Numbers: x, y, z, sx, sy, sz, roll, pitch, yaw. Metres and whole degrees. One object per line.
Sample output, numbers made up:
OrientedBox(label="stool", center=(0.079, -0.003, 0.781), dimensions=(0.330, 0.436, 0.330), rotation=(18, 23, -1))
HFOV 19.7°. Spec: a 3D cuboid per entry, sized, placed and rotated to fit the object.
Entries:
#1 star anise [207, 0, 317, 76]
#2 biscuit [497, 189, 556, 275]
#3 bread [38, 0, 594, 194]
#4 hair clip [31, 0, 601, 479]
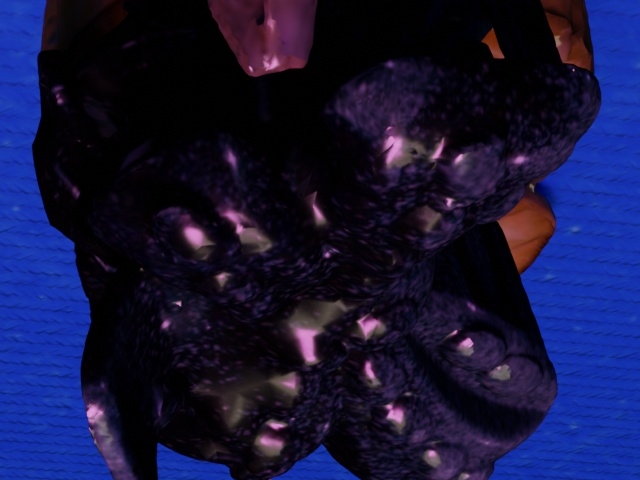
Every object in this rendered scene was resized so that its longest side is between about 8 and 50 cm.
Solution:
OrientedBox(label="star anise", center=(-0.007, -0.205, 0.617), dimensions=(0.109, 0.292, 0.349), rotation=(28, 107, -35))
OrientedBox(label="biscuit", center=(0.020, 0.013, 1.146), dimensions=(0.260, 0.041, 0.203), rotation=(-16, 142, 17))
OrientedBox(label="bread", center=(0.001, -0.107, 0.867), dimensions=(0.253, 0.142, 0.227), rotation=(14, 142, -29))
OrientedBox(label="hair clip", center=(-0.006, -0.001, 0.739), dimensions=(0.206, 0.194, 0.310), rotation=(-11, 146, -4))
